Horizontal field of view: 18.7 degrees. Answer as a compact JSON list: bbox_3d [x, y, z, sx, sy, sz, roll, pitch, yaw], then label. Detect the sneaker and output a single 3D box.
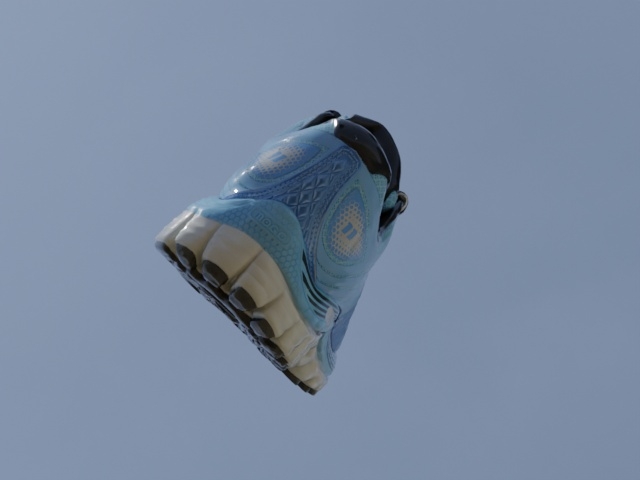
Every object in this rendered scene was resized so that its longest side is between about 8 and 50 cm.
[{"bbox_3d":[0.000,0.000,0.577,0.063,0.162,0.073,44,-94,1],"label":"sneaker"}]
